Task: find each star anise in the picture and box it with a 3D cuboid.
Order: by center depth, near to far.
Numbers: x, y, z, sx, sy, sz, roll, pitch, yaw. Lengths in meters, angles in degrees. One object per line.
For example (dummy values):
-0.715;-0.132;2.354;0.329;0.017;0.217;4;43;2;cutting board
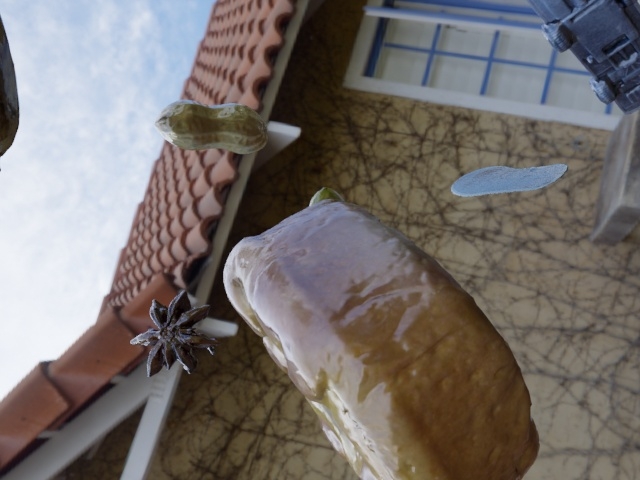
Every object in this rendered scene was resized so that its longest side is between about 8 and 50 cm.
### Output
-0.264;0.169;1.120;0.057;0.168;0.167;76;-152;-75;star anise

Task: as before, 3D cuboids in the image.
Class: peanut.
-0.224;-0.244;1.347;0.275;0.125;0.111;-5;-92;-40;peanut

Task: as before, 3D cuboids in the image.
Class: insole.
0.246;-0.083;0.853;0.080;0.003;0.232;-37;15;-13;insole

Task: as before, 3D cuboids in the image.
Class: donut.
0.045;0.106;0.552;0.150;0.317;0.299;-36;-17;-8;donut

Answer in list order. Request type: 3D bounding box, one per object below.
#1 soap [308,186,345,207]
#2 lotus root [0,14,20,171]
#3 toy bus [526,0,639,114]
0.001;0.000;0.820;0.089;0.045;0.140;44;-118;-47;soap
-0.658;-0.299;1.131;0.179;0.196;0.397;-88;-4;-69;lotus root
0.211;-0.167;0.475;0.190;0.064;0.075;21;-135;-42;toy bus
